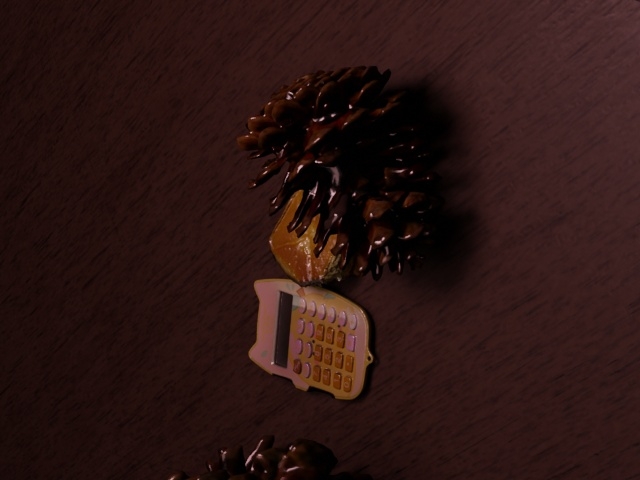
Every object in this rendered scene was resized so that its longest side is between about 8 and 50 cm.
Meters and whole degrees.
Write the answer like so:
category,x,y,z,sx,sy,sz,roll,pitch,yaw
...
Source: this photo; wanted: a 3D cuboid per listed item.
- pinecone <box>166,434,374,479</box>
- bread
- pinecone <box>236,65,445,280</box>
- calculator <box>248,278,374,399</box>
category,x,y,z,sx,sy,sz,roll,pitch,yaw
pinecone,-0.077,0.431,1.927,0.398,0.398,0.398,7,99,47
bread,0.000,0.000,2.005,0.128,0.069,0.140,43,120,34
pinecone,0.041,-0.084,1.834,0.246,0.246,0.292,-38,85,42
calculator,-0.009,0.138,2.059,0.236,0.033,0.157,17,106,43
